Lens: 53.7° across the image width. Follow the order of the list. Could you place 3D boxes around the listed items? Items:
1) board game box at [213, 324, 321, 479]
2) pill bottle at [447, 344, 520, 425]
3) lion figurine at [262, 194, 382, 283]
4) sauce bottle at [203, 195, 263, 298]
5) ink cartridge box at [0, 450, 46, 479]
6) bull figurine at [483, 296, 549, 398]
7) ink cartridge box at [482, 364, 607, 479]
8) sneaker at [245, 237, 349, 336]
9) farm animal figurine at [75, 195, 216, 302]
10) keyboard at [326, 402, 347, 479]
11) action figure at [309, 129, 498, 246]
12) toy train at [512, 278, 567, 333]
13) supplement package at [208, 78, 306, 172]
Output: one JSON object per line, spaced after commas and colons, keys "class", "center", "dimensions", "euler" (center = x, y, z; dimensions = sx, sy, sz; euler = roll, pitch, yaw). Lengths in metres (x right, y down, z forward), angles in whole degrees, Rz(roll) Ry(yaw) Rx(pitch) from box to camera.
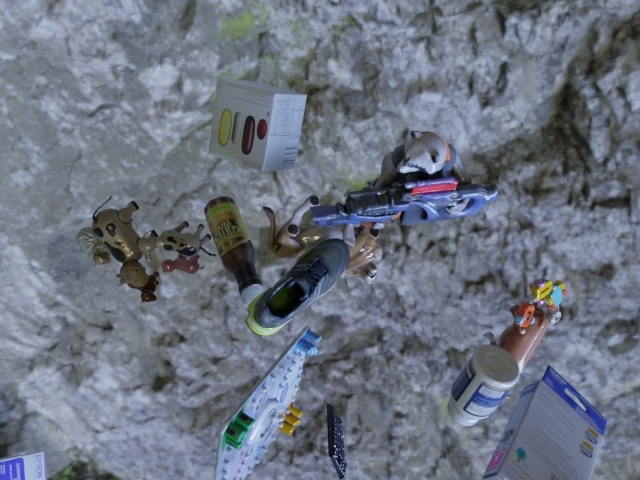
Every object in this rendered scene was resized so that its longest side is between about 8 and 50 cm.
{"class": "board game box", "center": [-0.134, 0.463, 1.596], "dimensions": [0.390, 0.050, 0.390], "euler": [-46, 155, -48]}
{"class": "pill bottle", "center": [0.222, 0.206, 0.879], "dimensions": [0.067, 0.067, 0.120], "euler": [-95, -163, -46]}
{"class": "lion figurine", "center": [0.000, 0.000, 1.558], "dimensions": [0.240, 0.392, 0.142], "euler": [-44, -137, 51]}
{"class": "sauce bottle", "center": [-0.252, 0.018, 1.873], "dimensions": [0.344, 0.111, 0.111], "euler": [62, 0, 35]}
{"class": "ink cartridge box", "center": [-0.656, 0.547, 1.266], "dimensions": [0.208, 0.045, 0.206], "euler": [1, 78, -45]}
{"class": "bull figurine", "center": [0.553, 0.307, 1.838], "dimensions": [0.310, 0.101, 0.188], "euler": [-62, -161, 22]}
{"class": "ink cartridge box", "center": [0.468, 0.424, 1.293], "dimensions": [0.186, 0.065, 0.311], "euler": [43, 51, 2]}
{"class": "sneaker", "center": [-0.034, 0.100, 1.426], "dimensions": [0.111, 0.300, 0.121], "euler": [47, -24, -4]}
{"class": "farm animal figurine", "center": [-0.498, 0.028, 1.730], "dimensions": [0.327, 0.330, 0.172], "euler": [44, 32, -7]}
{"class": "keyboard", "center": [0.042, 0.472, 1.474], "dimensions": [0.180, 0.023, 0.108], "euler": [-90, 160, -66]}
{"class": "action figure", "center": [0.126, -0.099, 1.176], "dimensions": [0.330, 0.341, 0.178], "euler": [123, -40, -65]}
{"class": "toy train", "center": [0.484, 0.140, 1.414], "dimensions": [0.166, 0.046, 0.125], "euler": [1, 108, -41]}
{"class": "supplement package", "center": [-0.169, -0.307, 1.677], "dimensions": [0.149, 0.194, 0.203], "euler": [-18, 123, -57]}
